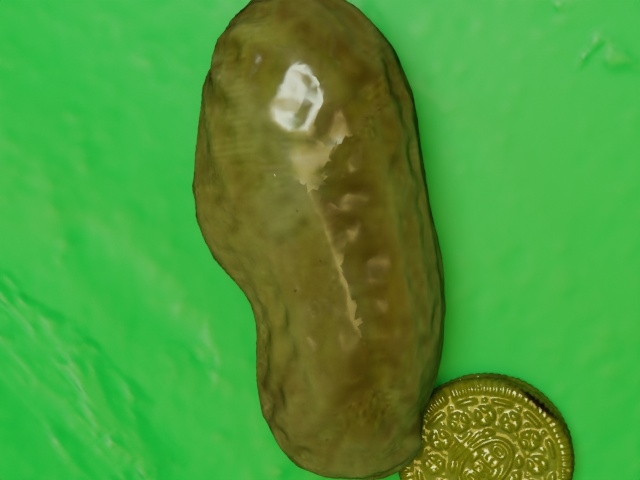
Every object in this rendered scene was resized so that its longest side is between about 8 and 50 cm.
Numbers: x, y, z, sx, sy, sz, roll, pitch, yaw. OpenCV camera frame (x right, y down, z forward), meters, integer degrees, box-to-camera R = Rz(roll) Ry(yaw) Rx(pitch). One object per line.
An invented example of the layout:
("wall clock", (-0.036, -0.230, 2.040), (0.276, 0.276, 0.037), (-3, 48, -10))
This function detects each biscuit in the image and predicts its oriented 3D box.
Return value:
("biscuit", (0.078, 0.104, 0.736), (0.084, 0.023, 0.084), (1, 98, 7))

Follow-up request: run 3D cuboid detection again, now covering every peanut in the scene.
("peanut", (0.000, 0.000, 0.697), (0.108, 0.095, 0.226), (-7, 102, 23))
